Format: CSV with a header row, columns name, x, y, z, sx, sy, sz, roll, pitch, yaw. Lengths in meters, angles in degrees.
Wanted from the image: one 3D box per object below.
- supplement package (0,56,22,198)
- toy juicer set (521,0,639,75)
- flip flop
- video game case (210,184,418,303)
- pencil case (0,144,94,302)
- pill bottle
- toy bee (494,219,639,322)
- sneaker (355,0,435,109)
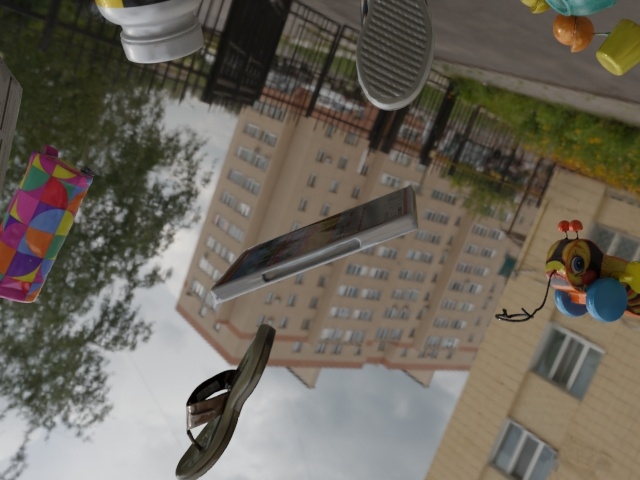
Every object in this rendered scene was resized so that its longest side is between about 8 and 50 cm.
name,x,y,z,sx,sy,sz,roll,pitch,yaw
supplement package,-0.499,-0.127,0.719,0.261,0.204,0.145,-7,149,2
toy juicer set,0.362,-0.401,0.986,0.329,0.089,0.209,38,-168,-31
flip flop,-0.156,0.240,0.997,0.080,0.277,0.112,26,-166,-11
video game case,0.000,0.000,0.930,0.285,0.025,0.204,-21,-169,12
pencil case,-0.437,-0.023,1.007,0.104,0.236,0.104,26,180,0
pill bottle,-0.299,-0.479,1.089,0.188,0.334,0.188,-6,-146,4
toy bee,0.434,0.050,1.049,0.298,0.162,0.195,2,-179,-41
sneaker,0.124,-0.342,1.078,0.126,0.321,0.127,-1,162,10
